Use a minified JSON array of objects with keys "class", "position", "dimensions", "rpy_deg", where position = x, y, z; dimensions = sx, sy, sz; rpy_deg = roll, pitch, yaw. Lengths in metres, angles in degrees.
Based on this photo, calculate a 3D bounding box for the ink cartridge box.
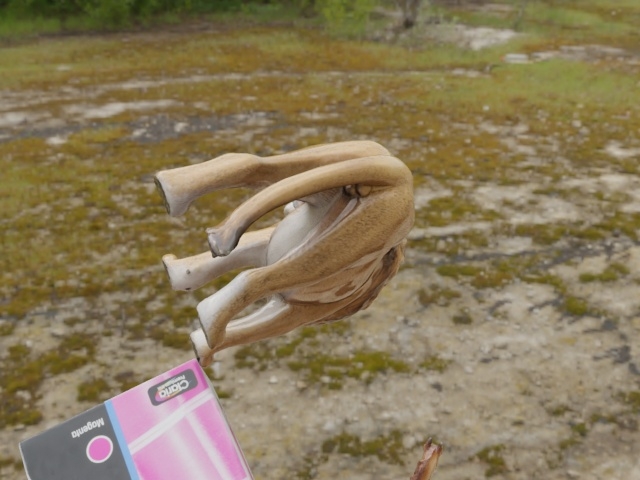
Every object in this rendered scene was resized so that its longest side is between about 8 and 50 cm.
[{"class":"ink cartridge box","position":[-0.109,0.293,0.670],"dimensions":[0.176,0.069,0.370],"rpy_deg":[-25,62,-8]}]

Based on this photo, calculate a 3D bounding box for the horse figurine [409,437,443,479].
[{"class":"horse figurine","position":[0.075,0.370,1.039],"dimensions":[0.066,0.263,0.174],"rpy_deg":[44,-7,18]}]

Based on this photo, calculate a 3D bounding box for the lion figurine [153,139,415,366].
[{"class":"lion figurine","position":[0.000,0.000,0.664],"dimensions":[0.240,0.142,0.392],"rpy_deg":[-20,-3,-14]}]
